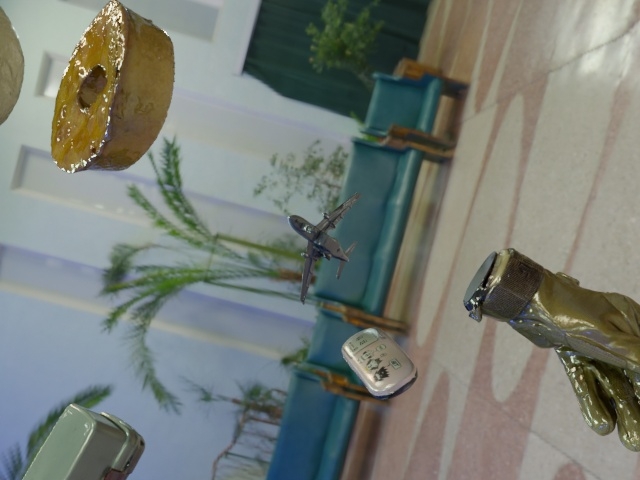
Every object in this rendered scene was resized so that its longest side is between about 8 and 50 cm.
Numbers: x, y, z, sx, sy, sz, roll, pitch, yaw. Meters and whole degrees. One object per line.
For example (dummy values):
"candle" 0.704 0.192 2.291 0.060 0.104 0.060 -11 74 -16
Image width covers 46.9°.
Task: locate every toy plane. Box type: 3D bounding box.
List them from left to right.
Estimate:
"toy plane" 0.003 0.002 1.294 0.226 0.058 0.226 -62 -25 -6

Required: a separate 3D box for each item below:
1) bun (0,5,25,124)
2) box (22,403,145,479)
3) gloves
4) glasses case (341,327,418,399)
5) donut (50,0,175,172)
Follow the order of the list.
"bun" -0.771 -0.352 1.434 0.227 0.349 0.352 -126 33 -76
"box" -0.433 0.413 1.338 0.148 0.129 0.210 14 70 46
"gloves" 0.346 0.131 0.955 0.141 0.331 0.154 -43 -16 -53
"glasses case" 0.136 0.288 1.764 0.075 0.122 0.314 64 173 -18
"donut" -0.320 -0.227 1.152 0.278 0.108 0.277 -23 60 48
